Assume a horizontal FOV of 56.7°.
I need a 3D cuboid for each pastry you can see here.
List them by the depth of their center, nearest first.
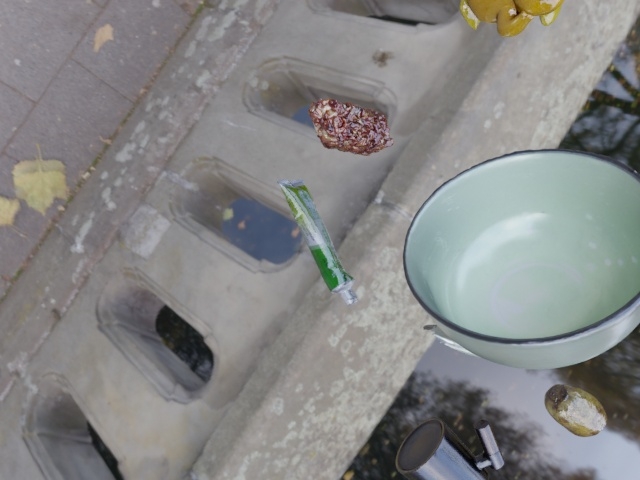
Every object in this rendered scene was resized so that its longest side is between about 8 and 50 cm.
[{"bbox_3d":[0.061,-0.221,1.171,0.208,0.115,0.097,0,86,-57],"label":"pastry"}]

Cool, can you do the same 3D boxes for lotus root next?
[{"bbox_3d":[0.775,0.517,1.792,0.260,0.145,0.128,39,78,-31],"label":"lotus root"}]

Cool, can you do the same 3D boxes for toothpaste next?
[{"bbox_3d":[0.000,0.000,1.035,0.047,0.248,0.078,-32,170,33],"label":"toothpaste"}]

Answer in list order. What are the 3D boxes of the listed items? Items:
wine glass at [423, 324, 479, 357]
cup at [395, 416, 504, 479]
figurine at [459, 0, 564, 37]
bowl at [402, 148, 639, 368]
[{"bbox_3d":[0.330,0.053,1.132,0.238,0.238,0.323,33,73,-48],"label":"wine glass"},{"bbox_3d":[0.328,0.550,1.459,0.177,0.239,0.166,44,43,-7],"label":"cup"},{"bbox_3d":[0.406,-0.528,1.231,0.215,0.228,0.215,-41,143,-41],"label":"figurine"},{"bbox_3d":[0.314,0.048,0.871,0.354,0.354,0.185,-45,134,-16],"label":"bowl"}]
